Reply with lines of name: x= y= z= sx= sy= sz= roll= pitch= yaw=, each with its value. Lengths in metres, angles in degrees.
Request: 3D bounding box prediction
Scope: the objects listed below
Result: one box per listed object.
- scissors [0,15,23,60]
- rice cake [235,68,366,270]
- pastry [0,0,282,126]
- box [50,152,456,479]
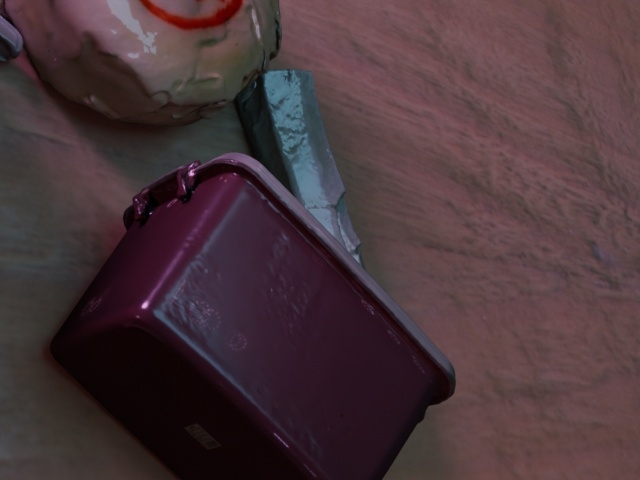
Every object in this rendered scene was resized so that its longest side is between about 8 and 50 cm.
scissors: x=-0.325 y=-0.214 z=1.098 sx=0.204 sy=0.027 sz=0.101 roll=38 pitch=50 yaw=-21
rice cake: x=0.000 y=0.000 z=1.280 sx=0.066 sy=0.063 sz=0.336 roll=-10 pitch=78 yaw=-38
pastry: x=-0.152 y=-0.216 z=1.194 sx=0.265 sy=0.133 sz=0.264 roll=19 pitch=62 yaw=-39
box: x=-0.057 y=0.095 z=1.088 sx=0.294 sy=0.193 sz=0.167 roll=46 pitch=51 yaw=-17
